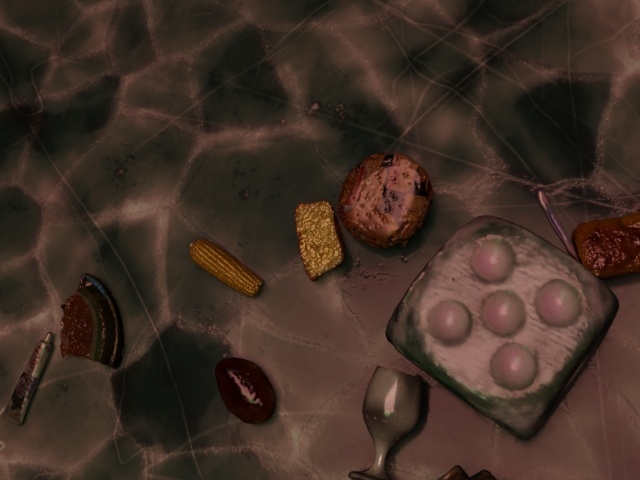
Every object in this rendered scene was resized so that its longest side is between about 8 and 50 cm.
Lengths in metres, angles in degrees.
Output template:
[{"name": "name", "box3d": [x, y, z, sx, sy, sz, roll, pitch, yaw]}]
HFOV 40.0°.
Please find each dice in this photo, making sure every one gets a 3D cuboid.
[{"name": "dice", "box3d": [0.354, 0.166, 1.729, 0.348, 0.328, 0.330, 33, 85, 20]}]

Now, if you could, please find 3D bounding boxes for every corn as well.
[{"name": "corn", "box3d": [-0.221, 0.063, 2.042, 0.206, 0.067, 0.067, 32, 85, 17]}]

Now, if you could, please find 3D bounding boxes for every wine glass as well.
[{"name": "wine glass", "box3d": [0.140, 0.388, 1.833, 0.127, 0.126, 0.241, 12, 81, 17]}]

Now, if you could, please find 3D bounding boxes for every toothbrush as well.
[{"name": "toothbrush", "box3d": [0.534, 0.004, 1.887, 0.021, 0.027, 0.269, -15, 68, -27]}]

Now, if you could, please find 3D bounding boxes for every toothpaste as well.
[{"name": "toothpaste", "box3d": [-0.695, 0.328, 2.106, 0.060, 0.038, 0.233, 20, 84, 20]}]

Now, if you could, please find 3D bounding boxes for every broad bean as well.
[{"name": "broad bean", "box3d": [-0.167, 0.332, 1.950, 0.114, 0.084, 0.165, -34, 76, 21]}]

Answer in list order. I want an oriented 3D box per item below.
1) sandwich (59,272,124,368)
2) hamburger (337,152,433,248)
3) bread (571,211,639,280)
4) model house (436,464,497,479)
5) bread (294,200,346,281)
[{"name": "sandwich", "box3d": [-0.551, 0.188, 2.084, 0.159, 0.079, 0.234, -6, 74, 13]}, {"name": "hamburger", "box3d": [0.142, -0.095, 1.975, 0.231, 0.107, 0.230, -2, 82, 12]}, {"name": "bread", "box3d": [0.666, -0.002, 1.820, 0.271, 0.077, 0.139, -10, 72, 6]}, {"name": "model house", "box3d": [0.251, 0.598, 1.675, 0.312, 0.280, 0.245, -41, 83, -6]}, {"name": "bread", "box3d": [0.000, 0.000, 2.005, 0.103, 0.065, 0.187, -17, 70, 7]}]
